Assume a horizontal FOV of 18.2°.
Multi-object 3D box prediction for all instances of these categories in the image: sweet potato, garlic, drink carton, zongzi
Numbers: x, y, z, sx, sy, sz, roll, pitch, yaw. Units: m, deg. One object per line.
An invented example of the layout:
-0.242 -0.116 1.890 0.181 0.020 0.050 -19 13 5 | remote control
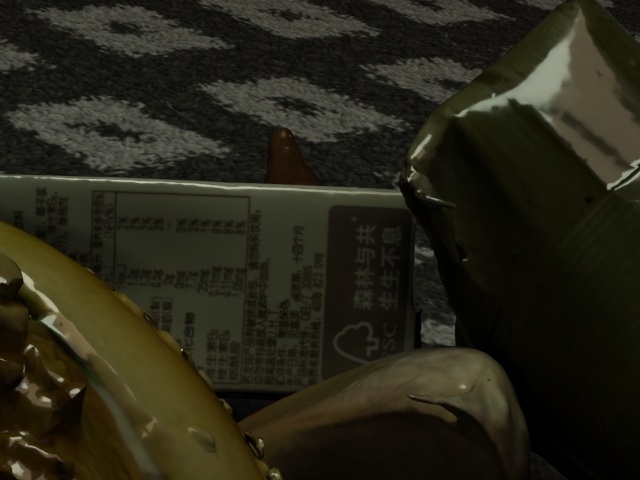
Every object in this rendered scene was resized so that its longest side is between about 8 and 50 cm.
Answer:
0.000 0.000 1.555 0.072 0.066 0.314 -3 26 -17 | sweet potato
0.019 0.126 1.032 0.164 0.245 0.145 14 57 -44 | garlic
-0.107 0.027 1.219 0.324 0.132 0.194 3 -2 -6 | drink carton
0.228 0.129 1.066 0.181 0.418 0.447 -34 67 -13 | zongzi

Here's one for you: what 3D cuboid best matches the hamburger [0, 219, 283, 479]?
-0.185 0.101 0.839 0.445 0.287 0.268 28 36 28 | hamburger
